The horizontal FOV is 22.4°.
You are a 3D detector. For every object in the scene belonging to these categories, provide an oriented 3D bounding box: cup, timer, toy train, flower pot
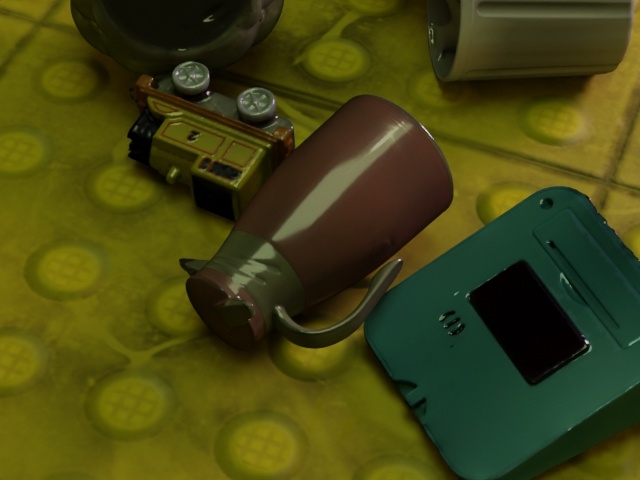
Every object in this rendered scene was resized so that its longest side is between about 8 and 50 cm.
[{"bbox_3d":[0.228,-0.283,1.797,0.202,0.167,0.221,0,69,-9],"label":"cup"},{"bbox_3d":[0.190,0.097,1.490,0.250,0.091,0.232,-31,53,-2],"label":"timer"},{"bbox_3d":[-0.115,-0.100,1.662,0.219,0.089,0.127,23,59,16],"label":"toy train"},{"bbox_3d":[-0.156,-0.291,1.741,0.246,0.246,0.195,-1,14,-4],"label":"flower pot"}]

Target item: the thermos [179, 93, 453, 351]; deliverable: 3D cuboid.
[{"bbox_3d":[0.000,0.000,1.538,0.176,0.146,0.265,32,60,26],"label":"thermos"}]
